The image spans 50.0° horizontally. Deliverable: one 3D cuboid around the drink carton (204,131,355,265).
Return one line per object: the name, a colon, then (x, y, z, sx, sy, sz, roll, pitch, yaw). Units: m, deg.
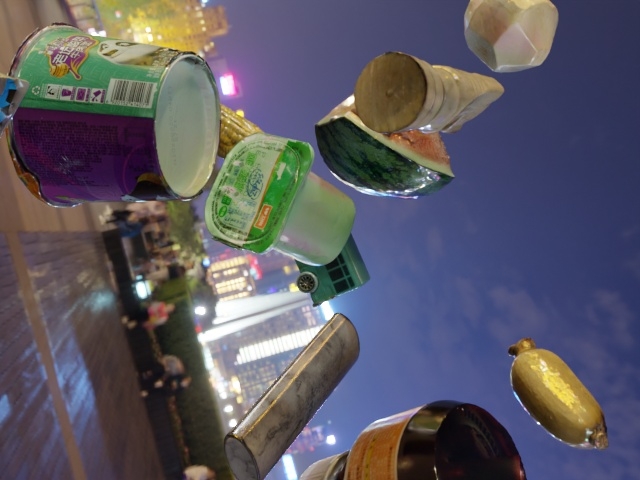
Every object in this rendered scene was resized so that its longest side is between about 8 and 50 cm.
drink carton: (-0.043, -0.040, 0.874, 0.144, 0.142, 0.146, 19, -95, 41)

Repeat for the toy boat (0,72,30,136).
toy boat: (-0.270, -0.039, 0.440, 0.210, 0.084, 0.066, -59, -154, 7)

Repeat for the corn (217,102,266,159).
corn: (-0.174, -0.190, 1.158, 0.288, 0.086, 0.086, 34, -36, 36)

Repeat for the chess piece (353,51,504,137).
chess piece: (0.198, -0.236, 1.144, 0.137, 0.301, 0.137, 7, -80, 41)

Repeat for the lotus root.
lotus root: (0.509, 0.342, 1.515, 0.146, 0.131, 0.303, 75, -13, -44)

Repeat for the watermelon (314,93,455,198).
watermelon: (0.114, -0.225, 1.511, 0.250, 0.283, 0.292, -35, -144, 35)

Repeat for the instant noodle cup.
instant noodle cup: (-0.255, -0.157, 0.910, 0.251, 0.190, 0.251, 6, 90, -75)

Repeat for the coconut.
coconut: (0.483, -0.529, 1.701, 0.197, 0.237, 0.236, -63, -141, 44)

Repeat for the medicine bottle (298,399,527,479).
medicine bottle: (0.112, 0.402, 1.091, 0.395, 0.243, 0.242, -31, -109, 45)

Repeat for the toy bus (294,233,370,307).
toy bus: (0.000, 0.000, 1.491, 0.256, 0.147, 0.128, 67, 16, 1)

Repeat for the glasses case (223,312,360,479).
glasses case: (-0.035, 0.239, 1.070, 0.060, 0.299, 0.114, 14, -53, 29)
